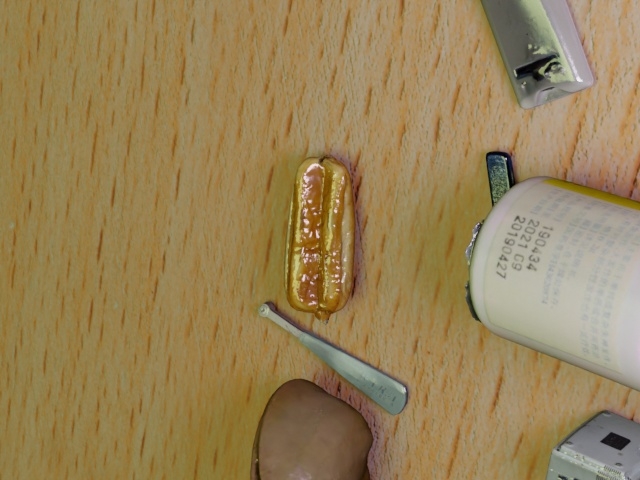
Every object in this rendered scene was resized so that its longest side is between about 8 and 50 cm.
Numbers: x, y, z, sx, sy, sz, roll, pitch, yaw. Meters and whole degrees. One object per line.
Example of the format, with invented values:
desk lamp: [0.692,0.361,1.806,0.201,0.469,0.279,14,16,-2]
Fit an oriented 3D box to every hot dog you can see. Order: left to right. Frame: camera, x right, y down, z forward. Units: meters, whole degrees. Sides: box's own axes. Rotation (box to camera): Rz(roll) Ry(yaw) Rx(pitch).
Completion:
hot dog: [0.000,0.000,2.035,0.102,0.076,0.249,3,101,8]

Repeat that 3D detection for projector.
projector: [0.371,0.277,1.796,0.115,0.147,0.061,23,117,30]

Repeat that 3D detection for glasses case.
glasses case: [0.240,-0.078,1.861,0.033,0.023,0.083,-2,105,29]

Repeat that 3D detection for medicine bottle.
medicine bottle: [0.371,0.064,1.649,0.379,0.213,0.213,21,117,42]

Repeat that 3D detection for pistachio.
pistachio: [-0.026,0.320,2.050,0.163,0.260,0.212,-31,93,30]

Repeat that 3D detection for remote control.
remote control: [0.236,-0.320,1.763,0.109,0.055,0.313,-18,93,40]

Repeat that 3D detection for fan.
fan: [0.017,0.166,2.117,0.282,0.023,0.057,35,124,23]
